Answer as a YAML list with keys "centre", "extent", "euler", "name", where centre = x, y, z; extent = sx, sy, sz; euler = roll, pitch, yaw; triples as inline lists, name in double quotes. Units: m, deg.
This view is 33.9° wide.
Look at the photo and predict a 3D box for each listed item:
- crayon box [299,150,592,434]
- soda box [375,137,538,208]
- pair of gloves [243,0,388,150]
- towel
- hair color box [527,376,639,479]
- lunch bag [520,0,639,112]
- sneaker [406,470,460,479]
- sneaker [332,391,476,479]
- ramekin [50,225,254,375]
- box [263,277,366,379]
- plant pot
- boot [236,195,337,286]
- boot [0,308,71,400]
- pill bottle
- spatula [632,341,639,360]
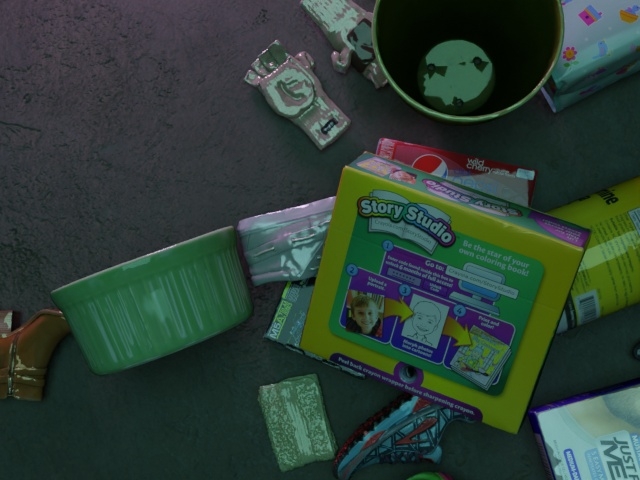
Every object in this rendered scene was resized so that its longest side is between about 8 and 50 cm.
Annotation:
- centre: [0.178, 0.075, 1.571]
  extent: [0.363, 0.106, 0.313]
  euler: [21, 112, 15]
  name: "crayon box"
- centre: [0.216, -0.097, 1.724]
  extent: [0.263, 0.092, 0.083]
  euler: [13, 84, 4]
  name: "soda box"
- centre: [0.011, -0.300, 1.785]
  extent: [0.204, 0.042, 0.240]
  euler: [41, 90, 3]
  name: "pair of gloves"
- centre: [-0.039, 0.301, 1.734]
  extent: [0.110, 0.027, 0.148]
  euler: [-16, 83, 3]
  name: "towel"
- centre: [0.520, 0.312, 1.656]
  extent: [0.339, 0.110, 0.185]
  euler: [-16, 82, 0]
  name: "hair color box"
- centre: [0.419, -0.381, 1.710]
  extent: [0.223, 0.160, 0.262]
  euler: [-25, 72, 4]
  name: "lunch bag"
- centre: [0.276, 0.577, 1.633]
  extent: [0.483, 0.185, 0.202]
  euler: [46, 107, 10]
  name: "sneaker"
- centre: [0.141, 0.320, 1.683]
  extent: [0.262, 0.104, 0.125]
  euler: [-37, 85, 0]
  name: "sneaker"
- centre: [-0.252, 0.097, 1.640]
  extent: [0.303, 0.303, 0.148]
  euler: [-20, 91, 2]
  name: "ramekin"
- centre: [0.025, 0.111, 1.741]
  extent: [0.184, 0.045, 0.190]
  euler: [21, 86, 9]
  name: "box"
- centre: [0.219, -0.289, 1.643]
  extent: [0.275, 0.293, 0.274]
  euler: [0, 84, 3]
  name: "plant pot"
- centre: [0.000, 0.000, 1.698]
  extent: [0.258, 0.095, 0.123]
  euler: [-14, 88, 10]
  name: "boot"
- centre: [-0.467, 0.192, 1.754]
  extent: [0.197, 0.073, 0.152]
  euler: [-4, 83, 16]
  name: "boot"
- centre: [0.478, 0.006, 1.649]
  extent: [0.334, 0.188, 0.187]
  euler: [-21, 83, 1]
  name: "pill bottle"
- centre: [0.629, 0.104, 1.707]
  extent: [0.296, 0.030, 0.084]
  euler: [-36, 85, -1]
  name: "spatula"
